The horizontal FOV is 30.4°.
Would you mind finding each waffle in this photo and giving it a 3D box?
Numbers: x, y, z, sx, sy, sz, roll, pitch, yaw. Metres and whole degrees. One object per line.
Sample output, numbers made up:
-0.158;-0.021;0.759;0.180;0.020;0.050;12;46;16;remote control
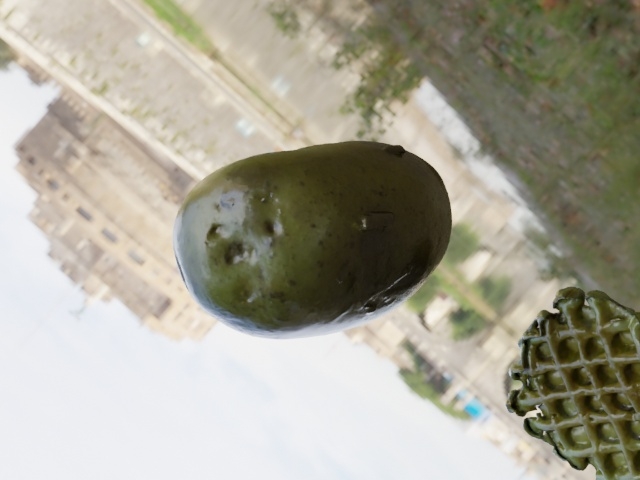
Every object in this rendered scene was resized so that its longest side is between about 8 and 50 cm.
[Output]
0.249;0.134;1.015;0.183;0.169;0.036;35;-145;22;waffle

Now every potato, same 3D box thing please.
0.001;-0.001;0.927;0.148;0.197;0.228;56;-165;15;potato
